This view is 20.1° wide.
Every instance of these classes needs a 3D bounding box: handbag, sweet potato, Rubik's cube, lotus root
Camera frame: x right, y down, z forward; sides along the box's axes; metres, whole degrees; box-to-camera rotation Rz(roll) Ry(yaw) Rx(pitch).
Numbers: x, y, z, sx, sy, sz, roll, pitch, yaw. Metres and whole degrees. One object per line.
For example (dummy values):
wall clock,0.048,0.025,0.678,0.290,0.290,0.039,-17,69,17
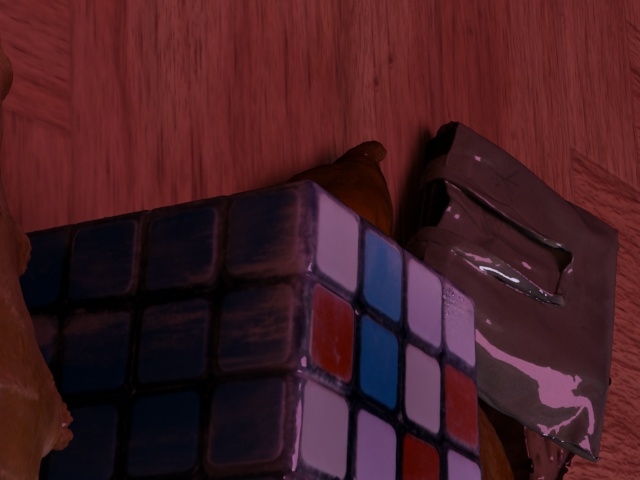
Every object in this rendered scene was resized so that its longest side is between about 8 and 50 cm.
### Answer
handbag,0.187,0.044,1.779,0.253,0.109,0.316,35,43,-17
sweet potato,0.002,-0.001,1.512,0.112,0.112,0.359,68,27,-20
Rubik's cube,-0.056,0.134,1.200,0.253,0.259,0.256,33,52,-51
lotus root,0.222,0.159,1.894,0.260,0.074,0.170,-42,116,-56

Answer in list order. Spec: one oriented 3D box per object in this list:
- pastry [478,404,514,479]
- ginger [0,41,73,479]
pastry,0.066,0.236,1.514,0.329,0.136,0.330,27,58,-54
ginger,-0.269,0.022,1.042,0.236,0.166,0.375,-1,52,-27
